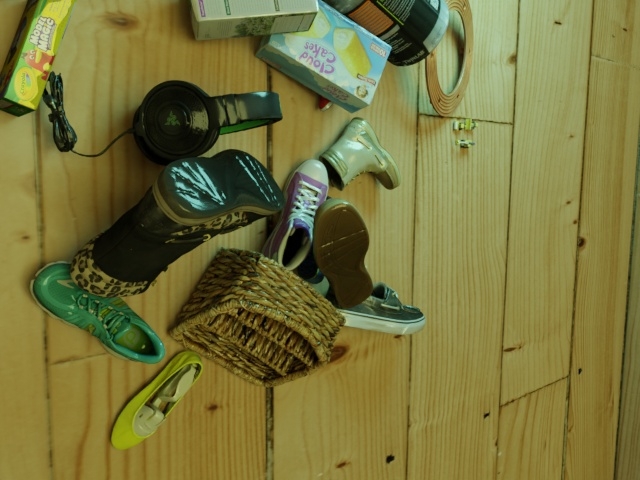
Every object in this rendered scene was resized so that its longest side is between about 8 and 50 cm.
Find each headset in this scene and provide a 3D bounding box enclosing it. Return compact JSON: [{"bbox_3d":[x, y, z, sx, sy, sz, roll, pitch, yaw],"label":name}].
[{"bbox_3d":[-0.265,-0.229,1.005,0.393,0.243,0.185,-16,99,-21],"label":"headset"}]

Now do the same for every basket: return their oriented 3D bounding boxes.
[{"bbox_3d":[-0.113,0.184,1.186,0.299,0.213,0.223,42,68,-35],"label":"basket"}]

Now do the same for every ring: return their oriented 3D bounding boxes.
[{"bbox_3d":[0.347,-0.510,1.551,0.336,0.032,0.337,-27,123,-51],"label":"ring"}]

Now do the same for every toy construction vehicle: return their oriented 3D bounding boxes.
[{"bbox_3d":[0.436,-0.320,1.698,0.098,0.035,0.086,0,95,-40],"label":"toy construction vehicle"}]

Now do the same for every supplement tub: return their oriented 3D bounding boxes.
[{"bbox_3d":[0.135,-0.560,1.313,0.315,0.193,0.194,25,79,-40],"label":"supplement tub"}]

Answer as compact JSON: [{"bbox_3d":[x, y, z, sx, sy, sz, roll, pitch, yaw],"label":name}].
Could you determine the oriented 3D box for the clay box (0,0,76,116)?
[{"bbox_3d":[-0.450,-0.311,0.898,0.053,0.127,0.222,20,82,-39],"label":"clay box"}]

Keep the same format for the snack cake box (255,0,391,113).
[{"bbox_3d":[0.009,-0.415,1.254,0.264,0.089,0.152,25,79,-24],"label":"snack cake box"}]

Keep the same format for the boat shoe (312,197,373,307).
[{"bbox_3d":[0.035,0.019,1.237,0.121,0.110,0.341,-23,142,-9],"label":"boat shoe"}]

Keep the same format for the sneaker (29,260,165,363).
[{"bbox_3d":[-0.384,0.133,1.021,0.275,0.109,0.107,46,67,-33],"label":"sneaker"}]

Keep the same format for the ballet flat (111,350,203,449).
[{"bbox_3d":[-0.316,0.316,1.121,0.231,0.077,0.077,-51,124,-23],"label":"ballet flat"}]

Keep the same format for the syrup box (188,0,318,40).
[{"bbox_3d":[-0.132,-0.457,1.102,0.236,0.093,0.097,-9,88,-14],"label":"syrup box"}]

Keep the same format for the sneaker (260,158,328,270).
[{"bbox_3d":[-0.035,-0.055,1.245,0.102,0.161,0.282,21,80,-15],"label":"sneaker"}]

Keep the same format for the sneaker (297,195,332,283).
[{"bbox_3d":[0.000,0.000,1.362,0.082,0.069,0.210,25,75,-61],"label":"sneaker"}]

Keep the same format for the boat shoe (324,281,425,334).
[{"bbox_3d":[0.154,0.169,1.466,0.335,0.121,0.119,10,93,-38],"label":"boat shoe"}]

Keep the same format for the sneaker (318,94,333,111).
[{"bbox_3d":[0.012,-0.364,1.333,0.067,0.042,0.119,41,62,-40],"label":"sneaker"}]

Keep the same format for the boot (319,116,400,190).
[{"bbox_3d":[0.098,-0.173,1.408,0.165,0.077,0.213,-50,118,-25],"label":"boot"}]

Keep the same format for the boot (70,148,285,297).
[{"bbox_3d":[-0.244,-0.029,1.039,0.138,0.284,0.377,56,22,2],"label":"boot"}]
